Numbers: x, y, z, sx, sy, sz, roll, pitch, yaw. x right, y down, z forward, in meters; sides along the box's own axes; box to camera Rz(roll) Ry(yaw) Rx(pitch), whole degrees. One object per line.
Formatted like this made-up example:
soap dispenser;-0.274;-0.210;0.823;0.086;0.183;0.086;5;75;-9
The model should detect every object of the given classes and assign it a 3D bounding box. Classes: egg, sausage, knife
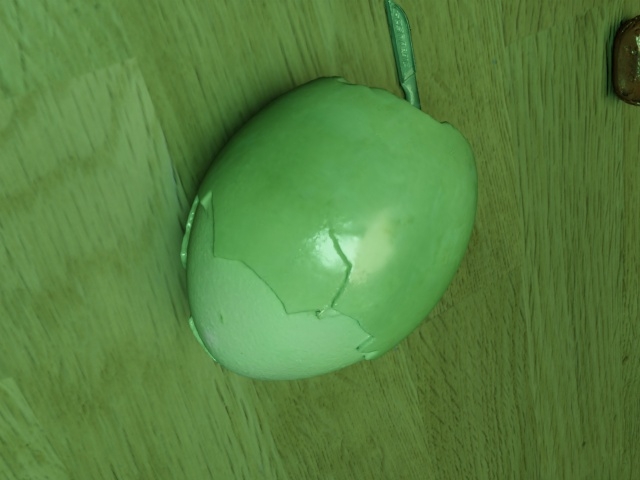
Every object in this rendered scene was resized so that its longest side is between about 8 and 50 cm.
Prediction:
egg;0.000;0.000;0.698;0.278;0.278;0.336;36;84;-37
sausage;0.497;-0.280;1.028;0.076;0.076;0.141;-25;119;-22
knife;0.113;-0.208;0.852;0.028;0.015;0.210;-23;119;-16
